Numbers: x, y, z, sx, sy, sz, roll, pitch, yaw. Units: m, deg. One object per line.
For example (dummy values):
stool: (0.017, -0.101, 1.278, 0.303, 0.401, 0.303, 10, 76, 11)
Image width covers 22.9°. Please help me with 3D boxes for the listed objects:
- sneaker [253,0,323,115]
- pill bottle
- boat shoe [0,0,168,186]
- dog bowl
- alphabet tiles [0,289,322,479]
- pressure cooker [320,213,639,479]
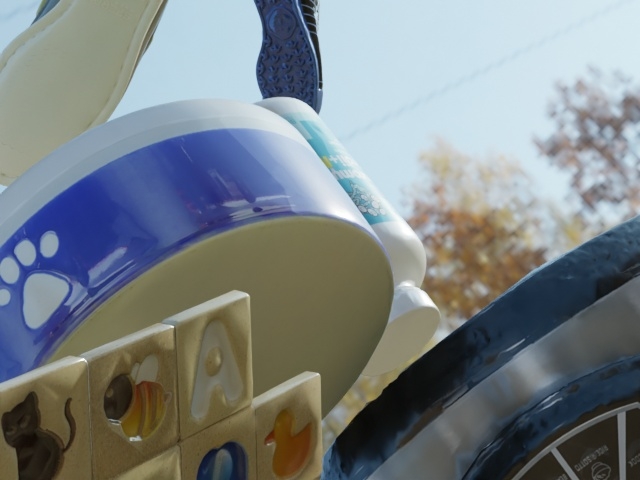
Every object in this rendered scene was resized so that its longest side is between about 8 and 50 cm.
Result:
sneaker: (-0.030, -0.244, 1.796, 0.090, 0.081, 0.232, -35, -61, -60)
pill bottle: (0.000, 0.000, 1.472, 0.146, 0.264, 0.146, -28, -29, -18)
boat shoe: (-0.202, -0.181, 1.396, 0.305, 0.109, 0.091, -59, 4, 1)
dog bowl: (-0.090, 0.049, 0.952, 0.265, 0.104, 0.265, -24, -35, -19)
alphabet tiles: (-0.082, 0.206, 0.721, 0.285, 0.011, 0.342, -21, -65, -52)
pressure cooker: (0.249, 0.225, 1.021, 0.375, 0.420, 0.370, -23, -20, -32)
